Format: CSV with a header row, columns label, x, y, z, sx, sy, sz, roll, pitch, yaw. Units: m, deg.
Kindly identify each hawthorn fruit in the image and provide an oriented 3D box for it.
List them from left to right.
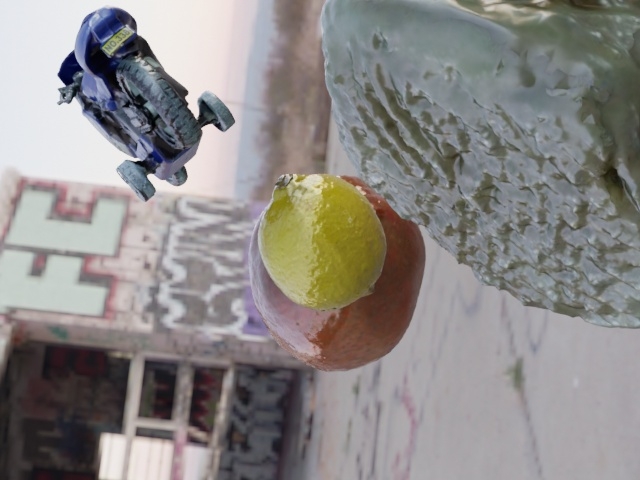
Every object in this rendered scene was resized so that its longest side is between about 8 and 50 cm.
label,x,y,z,sx,sy,sz,roll,pitch,yaw
hawthorn fruit,0.026,0.059,1.487,0.210,0.210,0.262,-84,-14,-48

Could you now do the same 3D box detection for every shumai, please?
label,x,y,z,sx,sy,sz,roll,pitch,yaw
shumai,0.137,-0.098,0.705,0.222,0.261,0.225,-59,1,-23

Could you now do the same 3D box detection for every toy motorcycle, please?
label,x,y,z,sx,sy,sz,roll,pitch,yaw
toy motorcycle,-0.176,-0.132,1.158,0.113,0.169,0.315,-42,1,-11

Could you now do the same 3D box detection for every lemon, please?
label,x,y,z,sx,sy,sz,roll,pitch,yaw
lemon,0.000,0.000,1.082,0.133,0.109,0.109,55,-169,-13
